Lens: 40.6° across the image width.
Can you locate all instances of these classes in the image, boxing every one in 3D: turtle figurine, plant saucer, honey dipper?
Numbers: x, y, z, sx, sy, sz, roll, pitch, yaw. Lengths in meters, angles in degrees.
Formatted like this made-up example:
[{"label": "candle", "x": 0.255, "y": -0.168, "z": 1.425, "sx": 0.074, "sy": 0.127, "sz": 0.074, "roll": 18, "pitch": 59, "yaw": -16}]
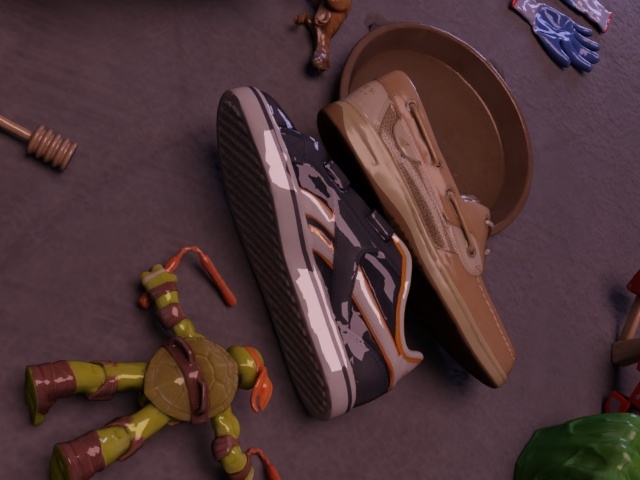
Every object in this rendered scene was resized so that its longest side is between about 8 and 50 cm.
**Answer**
[{"label": "turtle figurine", "x": -0.122, "y": 0.138, "z": 0.730, "sx": 0.217, "sy": 0.087, "sz": 0.270, "roll": -15, "pitch": 80, "yaw": -34}, {"label": "plant saucer", "x": 0.133, "y": -0.126, "z": 1.019, "sx": 0.277, "sy": 0.041, "sz": 0.278, "roll": 12, "pitch": 65, "yaw": -27}, {"label": "honey dipper", "x": -0.293, "y": -0.113, "z": 0.764, "sx": 0.160, "sy": 0.030, "sz": 0.031, "roll": 30, "pitch": 59, "yaw": -15}]

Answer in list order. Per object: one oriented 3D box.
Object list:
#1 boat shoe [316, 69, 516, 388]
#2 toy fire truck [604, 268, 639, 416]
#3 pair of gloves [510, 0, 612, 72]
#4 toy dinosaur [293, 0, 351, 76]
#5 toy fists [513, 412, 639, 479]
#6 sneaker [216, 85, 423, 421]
[{"label": "boat shoe", "x": 0.125, "y": -0.007, "z": 0.880, "sx": 0.110, "sy": 0.121, "sz": 0.341, "roll": -32, "pitch": 103, "yaw": -12}, {"label": "toy fire truck", "x": 0.390, "y": 0.134, "z": 1.035, "sx": 0.047, "sy": 0.135, "sz": 0.192, "roll": 25, "pitch": 99, "yaw": -21}, {"label": "pair of gloves", "x": 0.354, "y": -0.337, "z": 1.246, "sx": 0.159, "sy": 0.023, "sz": 0.198, "roll": 39, "pitch": 57, "yaw": -13}, {"label": "toy dinosaur", "x": 0.018, "y": -0.283, "z": 1.009, "sx": 0.112, "sy": 0.064, "sz": 0.212, "roll": 44, "pitch": 63, "yaw": -31}, {"label": "toy fists", "x": 0.249, "y": 0.287, "z": 0.862, "sx": 0.096, "sy": 0.142, "sz": 0.279, "roll": 47, "pitch": 55, "yaw": -7}, {"label": "sneaker", "x": 0.000, "y": 0.000, "z": 0.835, "sx": 0.127, "sy": 0.126, "sz": 0.321, "roll": -19, "pitch": 92, "yaw": -24}]
